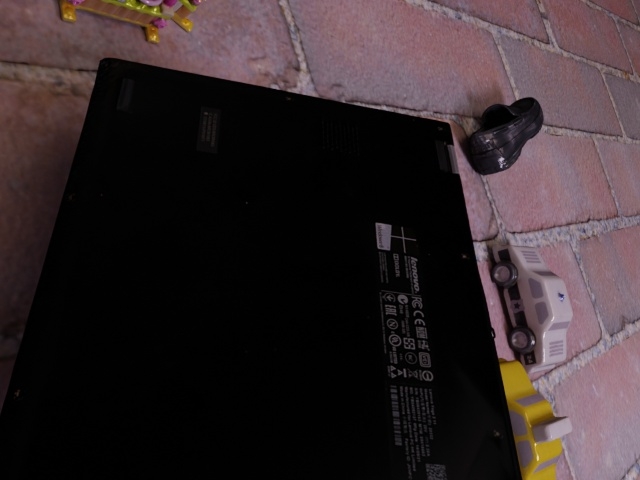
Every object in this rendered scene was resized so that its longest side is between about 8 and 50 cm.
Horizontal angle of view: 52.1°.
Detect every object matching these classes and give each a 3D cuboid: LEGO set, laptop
[{"bbox_3d":[-0.132,-0.264,0.584,0.287,0.107,0.132,-34,98,-49],"label":"LEGO set"},{"bbox_3d":[0.019,0.117,0.469,0.408,0.236,0.381,9,52,-13],"label":"laptop"}]

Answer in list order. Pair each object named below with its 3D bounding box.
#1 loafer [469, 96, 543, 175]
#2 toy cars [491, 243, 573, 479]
[{"bbox_3d":[0.292,-0.182,1.027,0.223,0.076,0.078,-46,115,-43],"label":"loafer"},{"bbox_3d":[0.281,0.158,0.851,0.176,0.087,0.393,46,45,-24],"label":"toy cars"}]
